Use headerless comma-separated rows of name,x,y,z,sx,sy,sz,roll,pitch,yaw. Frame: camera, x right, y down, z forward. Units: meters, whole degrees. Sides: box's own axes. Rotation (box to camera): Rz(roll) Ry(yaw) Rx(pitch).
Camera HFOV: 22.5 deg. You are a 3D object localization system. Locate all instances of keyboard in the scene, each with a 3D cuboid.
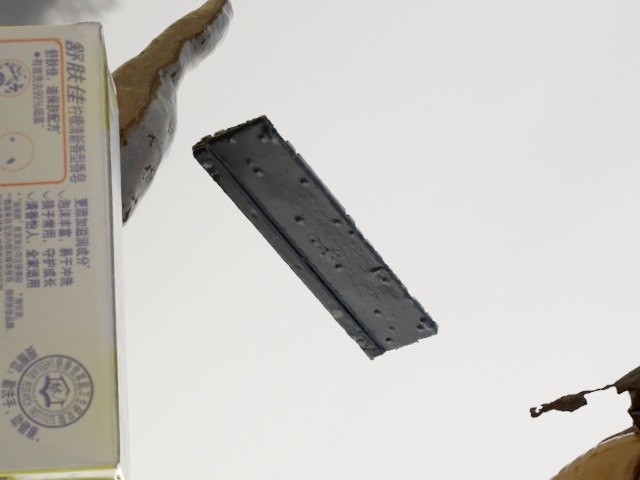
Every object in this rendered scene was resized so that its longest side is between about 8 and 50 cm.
keyboard,0.000,0.000,0.996,0.060,0.195,0.018,-20,-146,33

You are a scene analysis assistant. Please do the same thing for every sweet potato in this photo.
sweet potato,-0.131,-0.091,1.138,0.075,0.074,0.269,-32,-153,52

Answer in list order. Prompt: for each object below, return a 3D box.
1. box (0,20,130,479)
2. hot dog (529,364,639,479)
box,-0.192,0.017,0.900,0.097,0.168,0.265,103,-18,-70
hot dog,0.255,0.244,1.400,0.107,0.194,0.326,-71,178,-57
